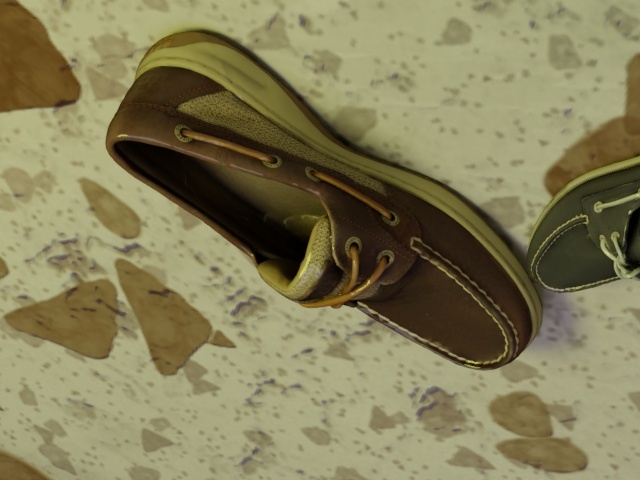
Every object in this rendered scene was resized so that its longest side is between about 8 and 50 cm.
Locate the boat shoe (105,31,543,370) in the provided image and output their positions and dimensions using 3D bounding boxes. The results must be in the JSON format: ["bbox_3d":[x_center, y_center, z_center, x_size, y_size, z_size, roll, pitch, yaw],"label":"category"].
[{"bbox_3d":[0.000,0.000,1.350,0.342,0.123,0.123,38,135,-13],"label":"boat shoe"}]

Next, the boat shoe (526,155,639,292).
[{"bbox_3d":[0.207,-0.009,1.290,0.075,0.065,0.206,42,134,-17],"label":"boat shoe"}]
